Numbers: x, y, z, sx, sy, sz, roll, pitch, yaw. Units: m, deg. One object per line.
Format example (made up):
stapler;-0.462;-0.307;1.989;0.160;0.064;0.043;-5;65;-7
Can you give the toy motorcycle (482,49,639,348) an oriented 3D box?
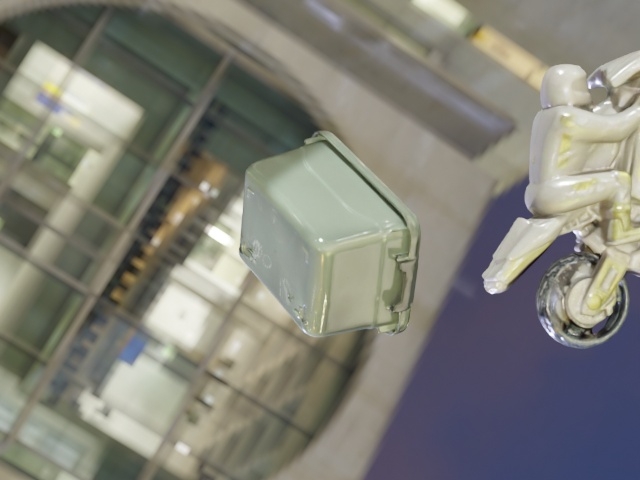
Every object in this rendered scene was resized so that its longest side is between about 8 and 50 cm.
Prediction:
toy motorcycle;0.287;-0.069;1.797;0.341;0.223;0.108;-55;-167;-6

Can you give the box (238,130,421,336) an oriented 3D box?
box;0.000;0.000;1.517;0.172;0.092;0.124;46;-39;45
